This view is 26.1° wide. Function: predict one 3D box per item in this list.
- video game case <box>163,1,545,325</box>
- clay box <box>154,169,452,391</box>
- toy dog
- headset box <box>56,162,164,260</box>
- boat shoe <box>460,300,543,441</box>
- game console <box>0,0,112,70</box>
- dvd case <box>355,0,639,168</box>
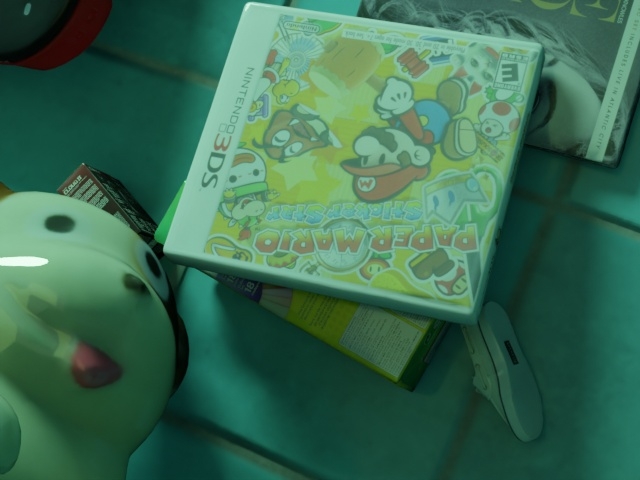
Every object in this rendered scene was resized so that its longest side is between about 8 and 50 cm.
[{"bbox_3d":[0.024,-0.060,0.967,0.227,0.026,0.206,11,72,17],"label":"video game case"},{"bbox_3d":[0.000,0.000,1.001,0.222,0.053,0.127,29,87,22],"label":"clay box"},{"bbox_3d":[-0.236,0.161,0.909,0.284,0.395,0.408,35,77,-17],"label":"toy dog"},{"bbox_3d":[-0.159,-0.020,1.054,0.032,0.062,0.083,-45,71,5],"label":"headset box"},{"bbox_3d":[0.123,0.094,0.957,0.035,0.035,0.100,-31,74,40],"label":"boat shoe"},{"bbox_3d":[-0.283,-0.330,1.129,0.342,0.060,0.387,8,82,29],"label":"game console"},{"bbox_3d":[0.132,-0.156,1.004,0.221,0.018,0.165,16,86,21],"label":"dvd case"}]
